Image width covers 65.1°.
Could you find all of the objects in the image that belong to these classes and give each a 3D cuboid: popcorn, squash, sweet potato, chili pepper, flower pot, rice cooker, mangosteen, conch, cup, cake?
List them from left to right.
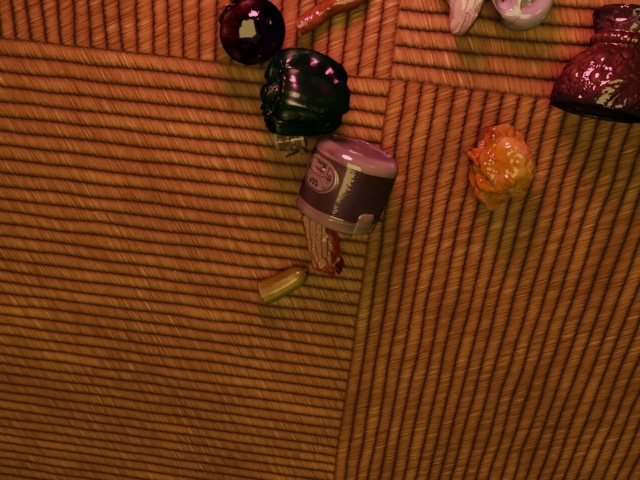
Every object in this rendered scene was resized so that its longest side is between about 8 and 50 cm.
[{"bbox_3d":[-0.209,-0.626,1.450,0.194,0.194,0.230,-32,81,17],"label":"mangosteen"},{"bbox_3d":[-0.124,0.153,1.803,0.188,0.095,0.095,-25,108,14],"label":"squash"},{"bbox_3d":[-0.094,-0.323,1.623,0.099,0.102,0.074,-7,73,10],"label":"cup"},{"bbox_3d":[-0.043,-0.424,1.474,0.256,0.249,0.233,5,151,-16],"label":"chili pepper"},{"bbox_3d":[0.006,-0.002,1.721,0.098,0.135,0.287,-13,102,26],"label":"cake"},{"bbox_3d":[0.059,-0.687,1.454,0.281,0.067,0.059,-24,145,9],"label":"sweet potato"},{"bbox_3d":[0.076,-0.168,1.556,0.288,0.288,0.277,20,114,-3],"label":"rice cooker"},{"bbox_3d":[0.555,-0.224,1.530,0.191,0.190,0.254,-15,106,4],"label":"popcorn"},{"bbox_3d":[0.539,-0.683,1.364,0.185,0.121,0.221,-31,117,-16],"label":"conch"},{"bbox_3d":[0.805,-0.480,1.373,0.266,0.266,0.267,16,102,-1],"label":"flower pot"}]

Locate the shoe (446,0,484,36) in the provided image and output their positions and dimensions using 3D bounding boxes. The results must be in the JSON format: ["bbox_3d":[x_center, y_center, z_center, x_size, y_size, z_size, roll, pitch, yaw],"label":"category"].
[{"bbox_3d":[0.357,-0.745,1.371,0.210,0.132,0.342,9,111,8],"label":"shoe"}]
